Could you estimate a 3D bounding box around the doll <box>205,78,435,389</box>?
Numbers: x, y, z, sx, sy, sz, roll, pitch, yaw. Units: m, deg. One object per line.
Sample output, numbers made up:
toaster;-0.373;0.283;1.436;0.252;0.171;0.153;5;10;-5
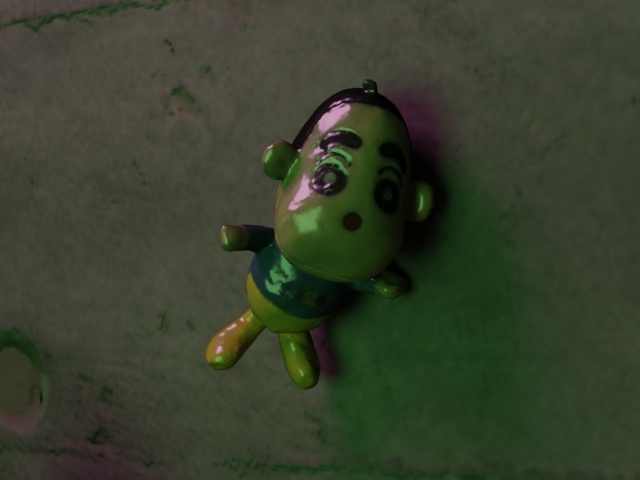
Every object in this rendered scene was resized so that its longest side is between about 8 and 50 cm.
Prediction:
doll;0.000;0.000;0.853;0.089;0.102;0.179;-101;27;-64
